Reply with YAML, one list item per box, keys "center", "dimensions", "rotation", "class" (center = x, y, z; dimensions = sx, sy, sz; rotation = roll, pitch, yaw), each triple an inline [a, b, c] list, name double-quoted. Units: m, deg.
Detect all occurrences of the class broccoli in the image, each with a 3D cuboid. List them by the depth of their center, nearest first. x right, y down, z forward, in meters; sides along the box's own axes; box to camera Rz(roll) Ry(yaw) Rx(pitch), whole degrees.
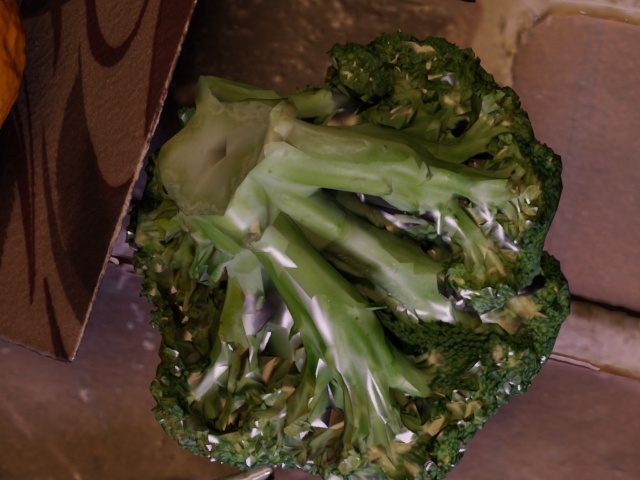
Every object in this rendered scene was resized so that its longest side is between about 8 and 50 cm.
- center: [0.000, 0.000, 0.800]
  dimensions: [0.308, 0.275, 0.308]
  rotation: [-16, 59, 30]
  class: "broccoli"

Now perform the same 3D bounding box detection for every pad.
- center: [-0.178, -0.090, 0.905]
  dimensions: [0.220, 0.004, 0.330]
  rotation: [9, 78, 46]
  class: "pad"

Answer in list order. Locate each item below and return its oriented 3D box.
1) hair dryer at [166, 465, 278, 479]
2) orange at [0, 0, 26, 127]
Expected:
- center: [-0.198, 0.156, 0.903]
  dimensions: [0.267, 0.092, 0.229]
  rotation: [-36, 70, -14]
  class: "hair dryer"
- center: [-0.345, -0.135, 0.854]
  dimensions: [0.312, 0.312, 0.312]
  rotation: [-2, 79, 8]
  class: "orange"
